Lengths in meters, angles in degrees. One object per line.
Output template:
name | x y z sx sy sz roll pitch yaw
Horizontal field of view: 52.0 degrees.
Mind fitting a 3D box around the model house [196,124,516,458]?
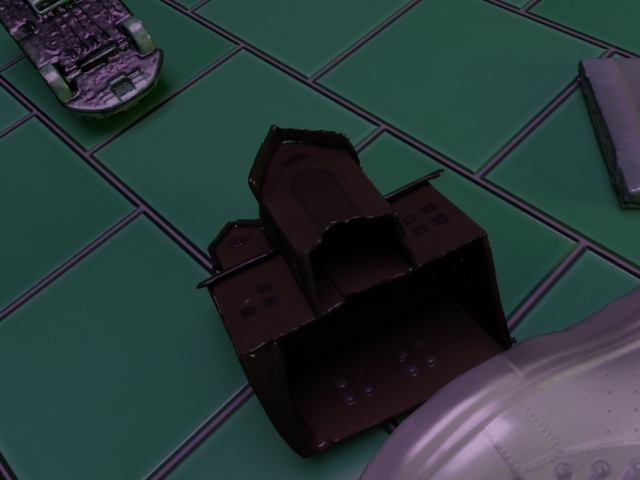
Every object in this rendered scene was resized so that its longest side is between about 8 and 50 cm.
model house | 0.000 0.000 0.544 0.211 0.204 0.243 -25 36 -8

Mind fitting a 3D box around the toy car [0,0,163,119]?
toy car | -0.317 -0.268 0.831 0.136 0.125 0.306 -37 78 -14

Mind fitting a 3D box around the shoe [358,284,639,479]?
shoe | 0.206 0.134 0.433 0.363 0.132 0.160 -24 52 -17

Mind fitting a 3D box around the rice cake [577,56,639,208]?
rice cake | 0.360 -0.113 0.643 0.189 0.037 0.198 2 54 12
